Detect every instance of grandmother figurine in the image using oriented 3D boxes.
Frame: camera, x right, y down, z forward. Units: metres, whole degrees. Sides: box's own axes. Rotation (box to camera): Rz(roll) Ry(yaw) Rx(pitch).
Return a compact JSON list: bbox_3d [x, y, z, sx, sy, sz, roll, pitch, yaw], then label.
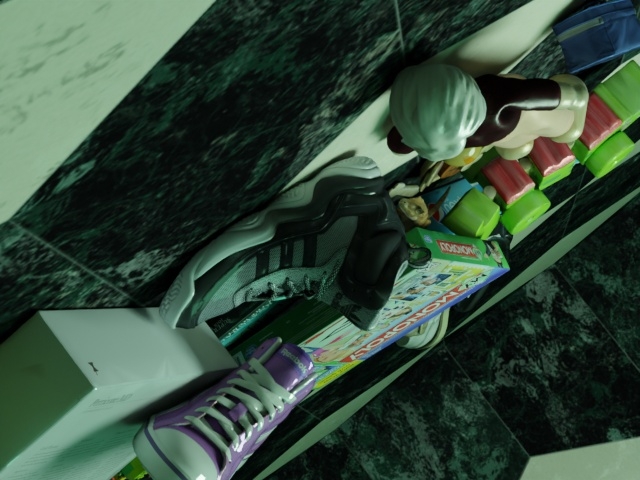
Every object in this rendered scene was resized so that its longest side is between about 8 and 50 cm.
[{"bbox_3d":[0.156,-0.128,1.513,0.208,0.104,0.342,-27,171,22],"label":"grandmother figurine"}]

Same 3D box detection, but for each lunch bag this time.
[{"bbox_3d":[0.300,-0.225,1.630,0.067,0.065,0.098,-20,-179,45],"label":"lunch bag"}]

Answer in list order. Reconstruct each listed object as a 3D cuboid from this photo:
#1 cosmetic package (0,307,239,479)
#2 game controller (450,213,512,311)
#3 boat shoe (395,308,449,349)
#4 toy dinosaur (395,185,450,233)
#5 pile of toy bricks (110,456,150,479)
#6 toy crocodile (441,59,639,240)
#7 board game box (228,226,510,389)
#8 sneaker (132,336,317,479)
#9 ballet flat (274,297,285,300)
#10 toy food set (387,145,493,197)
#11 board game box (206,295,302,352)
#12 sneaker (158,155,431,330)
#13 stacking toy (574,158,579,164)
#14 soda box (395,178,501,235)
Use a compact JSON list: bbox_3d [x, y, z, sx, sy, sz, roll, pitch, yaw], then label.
[{"bbox_3d":[-0.264,0.186,1.476,0.284,0.097,0.377,-39,169,11],"label":"cosmetic package"},{"bbox_3d":[0.256,0.033,2.461,0.166,0.067,0.319,-49,168,-3],"label":"game controller"},{"bbox_3d":[0.140,0.090,2.323,0.103,0.113,0.302,-14,157,-16],"label":"boat shoe"},{"bbox_3d":[0.106,-0.018,1.810,0.112,0.064,0.211,-21,179,8],"label":"toy dinosaur"},{"bbox_3d":[-0.223,0.231,1.755,0.212,0.105,0.118,-42,168,20],"label":"pile of toy bricks"},{"bbox_3d":[0.291,-0.111,1.925,0.340,0.115,0.105,-35,168,-9],"label":"toy crocodile"},{"bbox_3d":[0.052,0.090,1.849,0.317,0.046,0.213,-35,158,25],"label":"board game box"},{"bbox_3d":[-0.085,0.164,1.507,0.161,0.102,0.282,-45,178,11],"label":"sneaker"},{"bbox_3d":[0.000,0.000,1.662,0.206,0.073,0.067,-30,139,-45],"label":"ballet flat"},{"bbox_3d":[0.169,-0.100,1.799,0.192,0.038,0.132,-41,168,17],"label":"toy food set"},{"bbox_3d":[-0.072,0.079,1.810,0.186,0.026,0.126,-38,168,5],"label":"board game box"},{"bbox_3d":[-0.017,0.039,1.497,0.268,0.153,0.101,-34,168,-16],"label":"sneaker"},{"bbox_3d":[0.400,-0.156,2.241,0.221,0.052,0.167,-41,168,22],"label":"stacking toy"},{"bbox_3d":[0.148,-0.021,1.971,0.071,0.067,0.210,-45,166,34],"label":"soda box"}]
